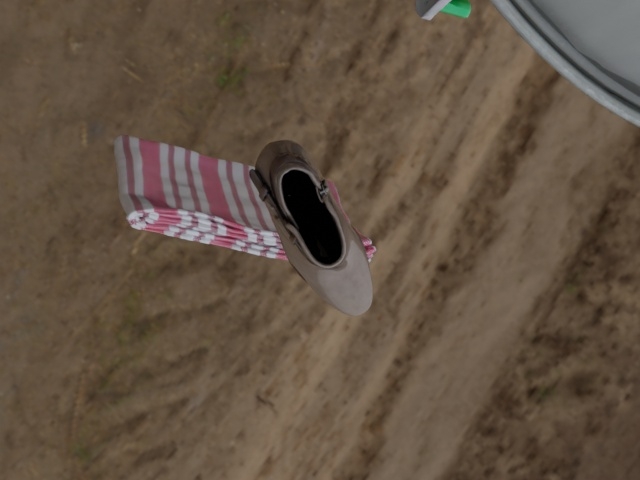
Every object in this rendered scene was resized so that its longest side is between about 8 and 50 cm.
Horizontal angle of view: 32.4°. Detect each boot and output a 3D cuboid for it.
[{"bbox_3d":[0.000,0.000,0.581,0.042,0.118,0.087,-33,-165,-1],"label":"boot"}]

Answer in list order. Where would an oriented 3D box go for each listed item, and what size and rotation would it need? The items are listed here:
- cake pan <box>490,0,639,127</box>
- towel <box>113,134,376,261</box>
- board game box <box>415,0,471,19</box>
[{"bbox_3d":[0.150,-0.182,0.431,0.293,0.293,0.054,-35,-173,-34],"label":"cake pan"},{"bbox_3d":[-0.064,-0.034,0.869,0.197,0.144,0.029,12,113,-22],"label":"towel"},{"bbox_3d":[0.202,-0.440,0.966,0.390,0.050,0.389,146,-49,-63],"label":"board game box"}]
